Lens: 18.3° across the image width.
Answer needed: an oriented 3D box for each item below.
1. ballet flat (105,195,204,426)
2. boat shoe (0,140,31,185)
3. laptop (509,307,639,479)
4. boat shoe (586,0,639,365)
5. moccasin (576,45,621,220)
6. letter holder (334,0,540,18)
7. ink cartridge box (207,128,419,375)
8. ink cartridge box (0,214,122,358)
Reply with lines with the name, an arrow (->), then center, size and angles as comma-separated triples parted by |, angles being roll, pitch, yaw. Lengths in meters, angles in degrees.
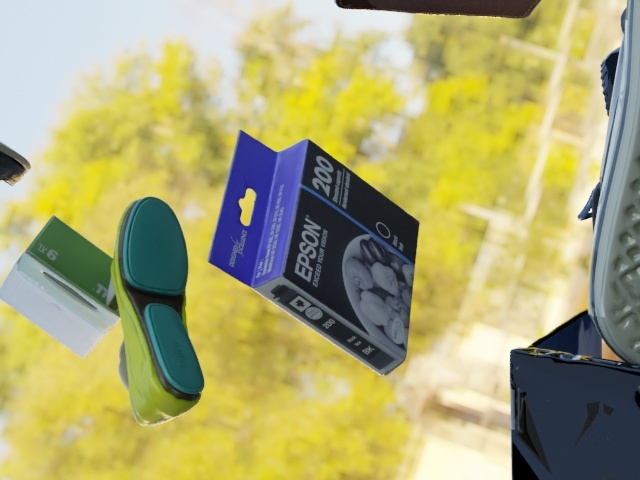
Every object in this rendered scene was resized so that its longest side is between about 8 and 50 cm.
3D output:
ballet flat -> -0.157, 0.066, 1.768 | 0.077, 0.077, 0.231 | -45, 43, 35
boat shoe -> -0.412, -0.096, 2.297 | 0.079, 0.095, 0.254 | -65, -13, -4
laptop -> 0.260, 0.258, 1.416 | 0.236, 0.408, 0.382 | -6, -83, -36
boat shoe -> 0.296, -0.151, 1.397 | 0.156, 0.187, 0.500 | -69, -8, -78
moccasin -> 0.288, -0.004, 1.695 | 0.138, 0.117, 0.342 | 7, -115, -46
letter holder -> 0.132, -0.329, 1.693 | 0.302, 0.214, 0.152 | 131, 133, -59
ink cartridge box -> 0.000, 0.000, 1.877 | 0.045, 0.208, 0.206 | -42, 24, 34
ink cartridge box -> -0.232, 0.040, 1.860 | 0.062, 0.109, 0.209 | -55, 5, -20
